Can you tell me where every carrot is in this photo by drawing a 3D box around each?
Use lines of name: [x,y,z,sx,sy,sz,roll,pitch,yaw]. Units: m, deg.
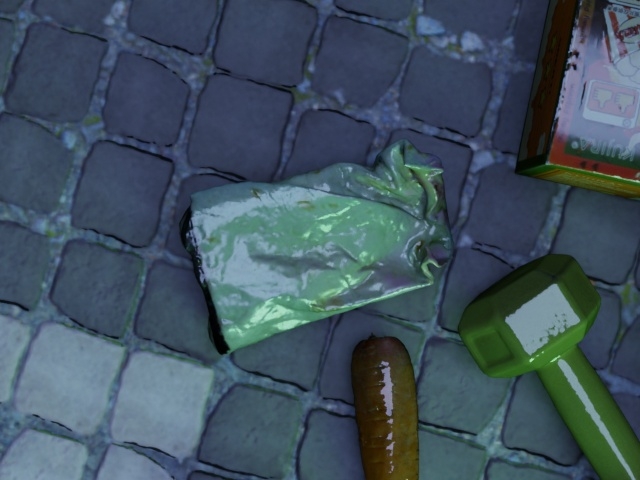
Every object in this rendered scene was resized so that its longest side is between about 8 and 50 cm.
carrot: [0.062,0.201,1.457,0.059,0.059,0.248,-6,92,-5]

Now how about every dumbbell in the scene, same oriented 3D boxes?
dumbbell: [0.238,0.160,1.444,0.108,0.121,0.302,-32,90,-33]

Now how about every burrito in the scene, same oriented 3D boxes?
burrito: [0.000,0.000,1.442,0.229,0.089,0.144,-15,104,-4]

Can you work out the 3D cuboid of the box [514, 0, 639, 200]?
box: [0.287,-0.125,1.435,0.195,0.148,0.177,12,89,-4]
